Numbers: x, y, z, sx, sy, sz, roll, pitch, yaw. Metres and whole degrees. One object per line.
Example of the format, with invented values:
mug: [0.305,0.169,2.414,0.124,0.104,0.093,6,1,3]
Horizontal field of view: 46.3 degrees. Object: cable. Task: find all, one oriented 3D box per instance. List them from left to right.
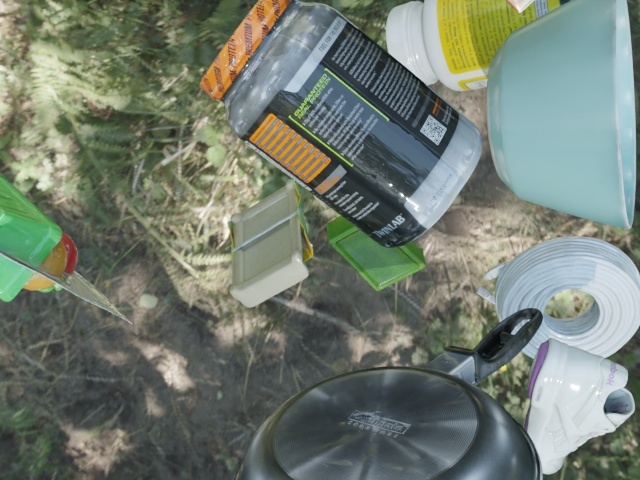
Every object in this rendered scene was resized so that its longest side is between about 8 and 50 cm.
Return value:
cable: [0.449,0.111,1.356,0.257,0.089,0.257,42,118,-16]

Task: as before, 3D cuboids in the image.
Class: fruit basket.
fruit basket: [-0.539,0.026,1.360,0.327,0.353,0.165,35,78,29]

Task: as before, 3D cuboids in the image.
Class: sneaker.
sneaker: [0.389,0.278,1.144,0.152,0.114,0.305,11,139,20]

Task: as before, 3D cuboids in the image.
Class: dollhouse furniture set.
dollhouse furniture set: [0.000,0.000,1.276,0.301,0.198,0.151,-29,132,23]

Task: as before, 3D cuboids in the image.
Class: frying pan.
frying pan: [0.091,0.115,0.497,0.326,0.197,0.053,-21,113,-24]

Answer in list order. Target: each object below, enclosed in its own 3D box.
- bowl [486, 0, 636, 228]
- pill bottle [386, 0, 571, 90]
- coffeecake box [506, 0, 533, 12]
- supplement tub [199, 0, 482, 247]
bowl: [0.318,-0.169,0.981,0.163,0.311,0.312,-1,111,27]
pill bottle: [0.285,-0.348,1.206,0.333,0.188,0.188,-6,111,31]
coffeecake box: [0.165,-0.337,0.795,0.185,0.142,0.068,41,112,-9]
supplement tub: [0.014,-0.091,0.551,0.190,0.117,0.117,37,112,-12]
